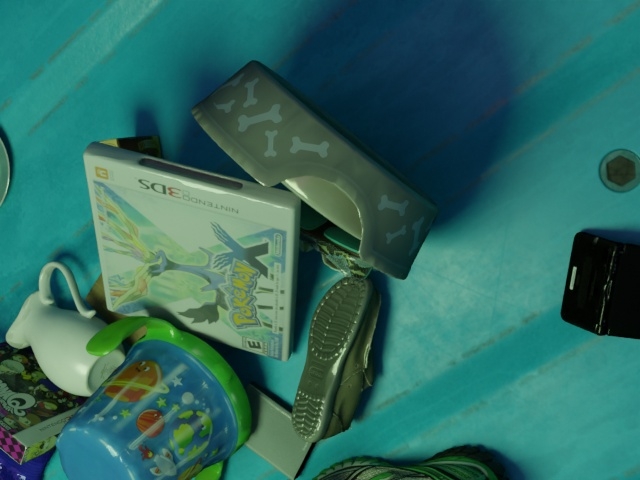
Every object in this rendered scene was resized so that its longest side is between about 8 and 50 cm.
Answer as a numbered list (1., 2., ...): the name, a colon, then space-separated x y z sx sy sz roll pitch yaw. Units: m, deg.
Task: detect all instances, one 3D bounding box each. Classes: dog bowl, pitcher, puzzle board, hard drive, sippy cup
1. dog bowl: 0.005 -0.098 1.286 0.349 0.349 0.102 42 99 16
2. pitcher: -0.409 0.145 1.651 0.207 0.125 0.177 29 108 32
3. puzzle board: -0.322 0.104 1.658 0.128 0.011 0.096 42 113 15
4. hard drive: -0.072 0.293 1.553 0.135 0.022 0.094 32 111 19
5. sippy cup: -0.258 0.284 1.497 0.305 0.224 0.240 48 135 2

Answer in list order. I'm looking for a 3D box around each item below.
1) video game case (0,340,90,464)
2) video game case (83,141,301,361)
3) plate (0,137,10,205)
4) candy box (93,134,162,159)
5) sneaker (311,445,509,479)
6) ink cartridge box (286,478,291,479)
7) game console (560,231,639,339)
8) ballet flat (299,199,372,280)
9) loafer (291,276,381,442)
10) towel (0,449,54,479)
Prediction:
1. video game case: -0.495 0.257 1.658 0.232 0.210 0.042 33 111 20
2. video game case: -0.178 0.025 1.429 0.300 0.036 0.329 15 138 10
3. plate: -0.608 -0.128 1.761 0.188 0.024 0.188 5 101 26
4. candy box: -0.286 -0.066 1.558 0.053 0.109 0.186 -7 95 28
5. sneaker: 0.084 0.375 1.415 0.343 0.146 0.134 -23 87 30
6. ink cartridge box: -0.004 0.529 1.455 0.303 0.072 0.307 41 140 12
7. game console: 0.377 0.058 1.293 0.107 0.071 0.122 24 110 54
8. ballet flat: 0.000 0.000 1.443 0.188 0.070 0.070 35 112 32
9. loafer: 0.032 0.170 1.456 0.094 0.087 0.251 26 99 48
10. towel: -0.588 0.367 1.798 0.228 0.076 0.308 34 111 19
